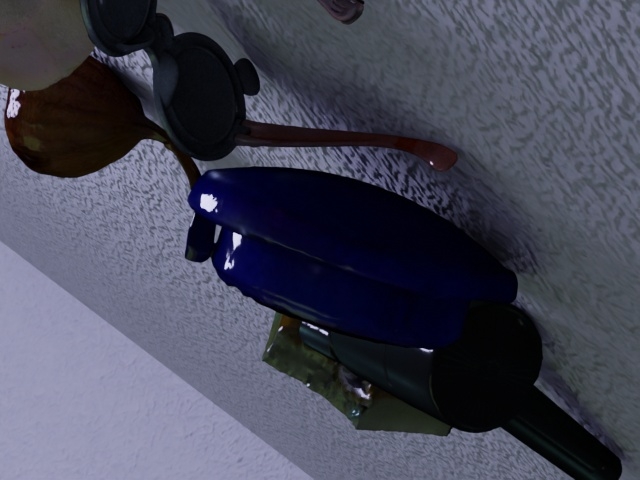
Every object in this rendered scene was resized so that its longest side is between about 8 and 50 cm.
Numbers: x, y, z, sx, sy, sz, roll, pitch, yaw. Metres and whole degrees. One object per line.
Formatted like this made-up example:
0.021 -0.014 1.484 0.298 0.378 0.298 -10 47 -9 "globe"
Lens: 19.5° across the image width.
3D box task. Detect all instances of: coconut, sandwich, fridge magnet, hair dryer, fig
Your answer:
-0.267 -0.215 1.585 0.147 0.147 0.152 33 172 31 "coconut"
0.006 0.099 1.838 0.245 0.063 0.212 37 -168 31 "sandwich"
0.023 0.010 1.441 0.265 0.112 0.265 17 -174 -2 "fridge magnet"
0.142 0.133 1.681 0.302 0.116 0.244 40 172 -30 "hair dryer"
-0.215 -0.118 1.866 0.201 0.133 0.146 14 -173 19 "fig"

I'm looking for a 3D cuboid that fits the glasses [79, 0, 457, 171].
-0.028 -0.145 1.370 0.268 0.118 0.234 6 146 34 "glasses"
